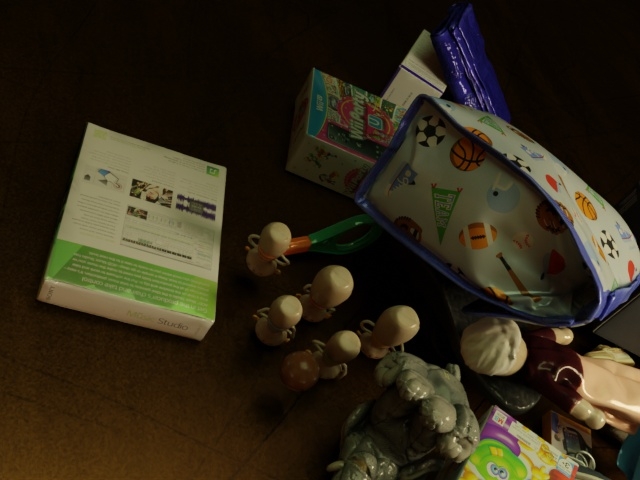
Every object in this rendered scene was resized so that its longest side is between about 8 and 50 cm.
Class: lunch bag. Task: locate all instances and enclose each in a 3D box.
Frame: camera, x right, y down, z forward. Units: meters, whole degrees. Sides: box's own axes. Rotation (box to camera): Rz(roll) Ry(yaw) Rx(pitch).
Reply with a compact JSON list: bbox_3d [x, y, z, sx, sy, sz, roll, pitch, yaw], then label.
[{"bbox_3d":[0.297,-0.022,1.233,0.385,0.238,0.328,39,23,21],"label":"lunch bag"}]

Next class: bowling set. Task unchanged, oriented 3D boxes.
[{"bbox_3d":[-0.026,0.129,1.149,0.287,0.154,0.200,36,59,0],"label":"bowling set"}]

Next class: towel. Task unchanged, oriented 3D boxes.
[{"bbox_3d":[0.345,-0.357,1.763,0.308,0.076,0.227,64,34,-23],"label":"towel"}]

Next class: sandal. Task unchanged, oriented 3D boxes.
[{"bbox_3d":[0.223,0.109,1.341,0.168,0.107,0.445,-1,46,-32],"label":"sandal"}]

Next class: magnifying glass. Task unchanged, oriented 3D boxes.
[{"bbox_3d":[0.000,0.000,1.317,0.231,0.092,0.026,-12,61,-28],"label":"magnifying glass"}]

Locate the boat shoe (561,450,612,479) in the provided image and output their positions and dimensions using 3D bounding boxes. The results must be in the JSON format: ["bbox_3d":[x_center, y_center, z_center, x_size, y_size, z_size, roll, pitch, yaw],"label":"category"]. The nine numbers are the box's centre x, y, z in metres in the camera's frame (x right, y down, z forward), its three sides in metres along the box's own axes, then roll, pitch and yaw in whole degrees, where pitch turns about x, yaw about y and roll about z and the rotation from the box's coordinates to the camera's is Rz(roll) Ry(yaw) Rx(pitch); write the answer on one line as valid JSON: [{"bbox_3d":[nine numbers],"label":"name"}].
[{"bbox_3d":[0.358,0.355,1.170,0.255,0.095,0.079,16,21,17],"label":"boat shoe"}]

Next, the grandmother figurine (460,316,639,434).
[{"bbox_3d":[0.364,0.201,1.191,0.343,0.104,0.208,21,18,-14],"label":"grandmother figurine"}]

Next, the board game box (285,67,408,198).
[{"bbox_3d":[0.096,-0.176,1.533,0.304,0.097,0.224,21,41,-15],"label":"board game box"}]

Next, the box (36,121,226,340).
[{"bbox_3d":[-0.262,-0.020,1.176,0.232,0.058,0.322,17,42,-19],"label":"box"}]

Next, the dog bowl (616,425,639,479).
[{"bbox_3d":[0.507,0.395,1.172,0.074,0.166,0.297,35,62,-19],"label":"dog bowl"}]

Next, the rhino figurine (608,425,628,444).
[{"bbox_3d":[0.560,0.374,1.327,0.106,0.073,0.243,-20,62,-39],"label":"rhino figurine"}]

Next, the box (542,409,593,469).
[{"bbox_3d":[0.393,0.344,1.279,0.081,0.028,0.136,27,39,-9],"label":"box"}]

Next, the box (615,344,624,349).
[{"bbox_3d":[0.598,0.113,1.624,0.184,0.045,0.190,-13,59,-43],"label":"box"}]

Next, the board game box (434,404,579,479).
[{"bbox_3d":[0.204,0.372,1.025,0.142,0.144,0.275,35,40,9],"label":"board game box"}]

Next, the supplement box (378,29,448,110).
[{"bbox_3d":[0.220,-0.358,1.778,0.114,0.111,0.220,33,41,-3],"label":"supplement box"}]

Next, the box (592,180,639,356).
[{"bbox_3d":[0.682,0.089,1.530,0.296,0.182,0.294,27,42,-8],"label":"box"}]

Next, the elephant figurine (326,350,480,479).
[{"bbox_3d":[0.081,0.271,1.058,0.186,0.239,0.169,28,19,-31],"label":"elephant figurine"}]

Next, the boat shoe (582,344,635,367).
[{"bbox_3d":[0.518,0.216,1.473,0.135,0.050,0.045,12,41,-38],"label":"boat shoe"}]
